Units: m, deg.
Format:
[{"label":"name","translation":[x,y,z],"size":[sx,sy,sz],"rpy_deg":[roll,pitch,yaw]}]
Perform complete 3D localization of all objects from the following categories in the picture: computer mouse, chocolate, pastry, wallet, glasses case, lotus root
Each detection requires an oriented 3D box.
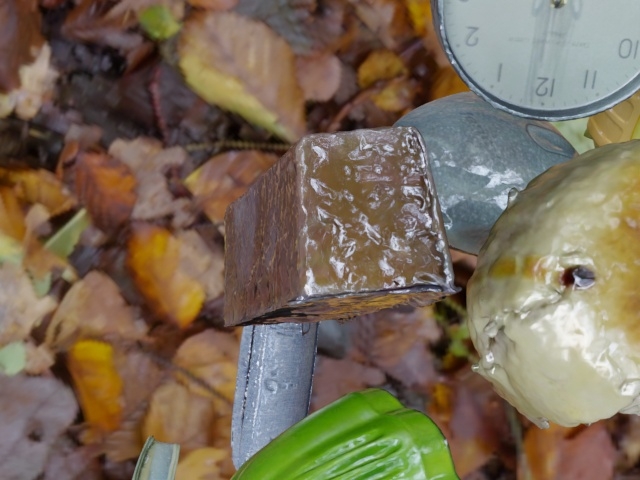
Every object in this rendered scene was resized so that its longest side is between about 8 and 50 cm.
[{"label":"computer mouse","translation":[0.217,-0.061,1.387],"size":[0.374,0.114,0.203],"rpy_deg":[4,44,-49]},{"label":"chocolate","translation":[0.000,0.000,0.940],"size":[0.111,0.321,0.112],"rpy_deg":[-4,84,-13]},{"label":"pastry","translation":[0.212,0.022,1.089],"size":[0.170,0.237,0.256],"rpy_deg":[33,77,-3]},{"label":"wallet","translation":[-0.144,0.240,1.042],"size":[0.039,0.155,0.110],"rpy_deg":[13,32,-6]},{"label":"glasses case","translation":[-0.059,0.173,1.718],"size":[0.109,0.067,0.283],"rpy_deg":[3,94,-49]},{"label":"lotus root","translation":[-0.011,0.205,0.909],"size":[0.186,0.186,0.186],"rpy_deg":[3,80,-16]}]

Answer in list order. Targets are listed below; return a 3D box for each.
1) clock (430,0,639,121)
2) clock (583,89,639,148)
[{"label":"clock","translation":[0.200,-0.203,1.119],"size":[0.214,0.042,0.215],"rpy_deg":[0,115,0]},{"label":"clock","translation":[0.462,-0.134,1.405],"size":[0.317,0.244,0.200],"rpy_deg":[28,51,14]}]
